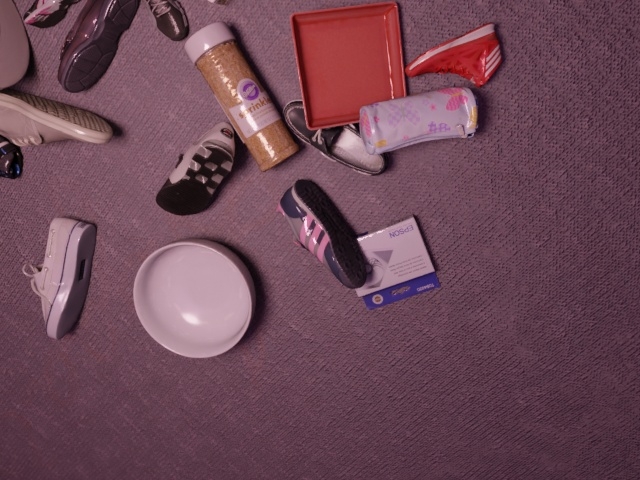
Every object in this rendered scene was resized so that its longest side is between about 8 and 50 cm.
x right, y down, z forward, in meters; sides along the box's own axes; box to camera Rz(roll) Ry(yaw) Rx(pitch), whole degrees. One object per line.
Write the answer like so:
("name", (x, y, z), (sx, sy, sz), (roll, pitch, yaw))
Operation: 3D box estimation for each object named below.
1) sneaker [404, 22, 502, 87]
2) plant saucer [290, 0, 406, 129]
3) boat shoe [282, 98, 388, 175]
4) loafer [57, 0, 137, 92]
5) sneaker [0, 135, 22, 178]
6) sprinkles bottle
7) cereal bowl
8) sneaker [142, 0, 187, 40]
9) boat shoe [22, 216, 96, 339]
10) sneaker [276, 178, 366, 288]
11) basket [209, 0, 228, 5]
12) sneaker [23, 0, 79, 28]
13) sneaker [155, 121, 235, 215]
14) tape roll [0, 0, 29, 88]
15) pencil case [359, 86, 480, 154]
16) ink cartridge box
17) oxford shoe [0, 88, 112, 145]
("sneaker", (0.320, -0.404, 1.133), (0.221, 0.087, 0.128), (-23, 101, 15))
("plant saucer", (0.068, -0.411, 1.147), (0.259, 0.048, 0.259), (-12, 106, -11))
("boat shoe", (0.038, -0.261, 1.208), (0.302, 0.091, 0.114), (25, 108, -1))
("loafer", (-0.576, -0.518, 1.220), (0.095, 0.109, 0.302), (42, 102, 14))
("sneaker", (-0.927, -0.186, 1.364), (0.121, 0.079, 0.217), (35, 106, -2))
("sprinkles bottle", (-0.190, -0.349, 1.197), (0.121, 0.121, 0.355), (-29, 101, 15))
("cereal bowl", (-0.337, 0.147, 1.355), (0.338, 0.141, 0.339), (2, 107, 6))
("sneaker", (-0.415, -0.587, 1.149), (0.086, 0.132, 0.229), (-29, 101, 15))
("boat shoe", (-0.777, 0.103, 1.404), (0.156, 0.136, 0.367), (18, 105, 2))
("sneaker", (0.000, 0.000, 1.273), (0.131, 0.112, 0.319), (-36, 81, 40))
("basket", (-0.277, -0.643, 1.129), (0.167, 0.103, 0.113), (35, 108, -3))
("sneaker", (-0.679, -0.613, 1.219), (0.178, 0.072, 0.077), (-33, 88, 7))
("sneaker", (-0.319, -0.186, 1.279), (0.122, 0.146, 0.330), (32, 134, -29))
("tape roll", (-0.842, -0.528, 1.090), (0.072, 0.392, 0.392), (-14, 104, 12))
("pencil case", (0.227, -0.277, 1.131), (0.273, 0.113, 0.124), (-11, 85, -7))
("ink cartridge box", (0.188, 0.071, 1.313), (0.223, 0.045, 0.224), (-22, 103, 13))
("oxford shoe", (-0.746, -0.305, 1.263), (0.449, 0.169, 0.130), (16, 105, 10))
